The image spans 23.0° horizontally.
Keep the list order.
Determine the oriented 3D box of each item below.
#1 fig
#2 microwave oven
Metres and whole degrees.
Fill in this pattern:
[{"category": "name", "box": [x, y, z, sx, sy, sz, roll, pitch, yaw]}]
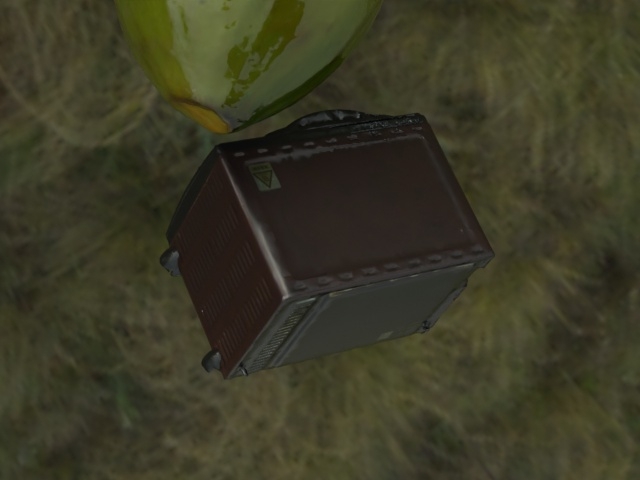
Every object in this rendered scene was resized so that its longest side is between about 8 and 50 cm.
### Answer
[{"category": "fig", "box": [-0.060, -0.218, 1.300, 0.239, 0.271, 0.239, 7, 161, 2]}, {"category": "microwave oven", "box": [0.001, 0.000, 1.476, 0.247, 0.188, 0.178, -12, 152, -31]}]
